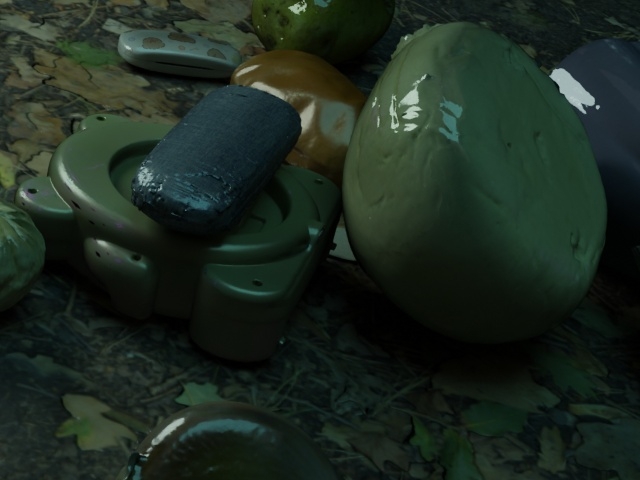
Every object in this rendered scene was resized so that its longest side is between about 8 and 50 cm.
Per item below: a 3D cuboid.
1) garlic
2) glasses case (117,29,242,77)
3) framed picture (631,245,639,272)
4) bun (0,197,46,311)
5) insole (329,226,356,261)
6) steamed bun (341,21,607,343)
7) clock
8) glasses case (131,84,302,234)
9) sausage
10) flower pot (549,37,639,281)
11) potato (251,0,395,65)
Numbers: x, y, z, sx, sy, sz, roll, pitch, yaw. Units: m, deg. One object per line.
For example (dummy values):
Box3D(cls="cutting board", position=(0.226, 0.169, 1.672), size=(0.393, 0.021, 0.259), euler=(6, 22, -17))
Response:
Box3D(cls="garlic", position=(-0.047, 0.222, 1.427), size=(0.267, 0.148, 0.128), euler=(13, -5, -3))
Box3D(cls="glasses case", position=(-0.181, -0.242, 2.118), size=(0.164, 0.041, 0.063), euler=(6, 33, -21))
Box3D(cls="framed picture", position=(0.469, 0.124, 1.806), size=(0.209, 0.019, 0.281), euler=(-2, 64, -31))
Box3D(cls="bun", position=(-0.359, -0.005, 1.583), size=(0.188, 0.111, 0.164), euler=(35, 36, 31))
Box3D(cls="insole", position=(0.000, 0.000, 1.876), size=(0.197, 0.004, 0.065), euler=(9, 33, -17))
Box3D(cls="steamed bun", position=(0.145, -0.044, 1.765), size=(0.334, 0.233, 0.312), euler=(54, 37, -19))
Box3D(cls="clock", position=(-0.148, -0.019, 1.726), size=(0.309, 0.114, 0.284), euler=(20, 34, 7))
Box3D(cls="glasses case", position=(-0.103, -0.088, 1.685), size=(0.109, 0.067, 0.282), euler=(22, 31, 7))
Box3D(cls="sausage", position=(-0.008, -0.143, 1.986), size=(0.136, 0.120, 0.241), euler=(-26, 52, -31))
Box3D(cls="flower pot", position=(0.391, -0.072, 1.951), size=(0.265, 0.265, 0.243), euler=(-5, 36, -34))
Box3D(cls="potato", position=(0.003, -0.330, 2.263), size=(0.197, 0.148, 0.228), euler=(24, 31, 36))
